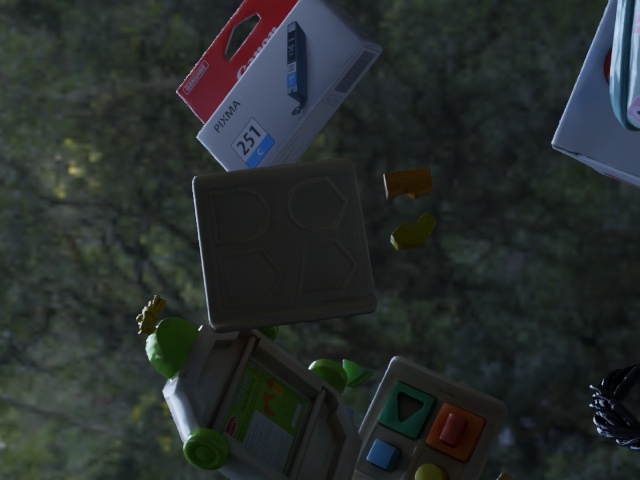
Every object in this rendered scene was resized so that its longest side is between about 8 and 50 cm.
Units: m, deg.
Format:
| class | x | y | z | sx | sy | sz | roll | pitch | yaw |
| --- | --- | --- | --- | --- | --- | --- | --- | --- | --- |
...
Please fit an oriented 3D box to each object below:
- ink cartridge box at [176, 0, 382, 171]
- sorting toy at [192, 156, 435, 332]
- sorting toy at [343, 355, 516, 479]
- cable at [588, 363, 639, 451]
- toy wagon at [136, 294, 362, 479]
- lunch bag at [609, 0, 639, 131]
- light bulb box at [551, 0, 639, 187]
| class | x | y | z | sx | sy | sz | roll | pitch | yaw |
| --- | --- | --- | --- | --- | --- | --- | --- | --- | --- |
| ink cartridge box | -0.084 | -0.260 | 2.388 | 0.296 | 0.261 | 0.066 | -51 | -28 | 18 |
| sorting toy | 0.000 | 0.000 | 2.007 | 0.041 | 0.307 | 0.229 | 91 | 170 | -65 |
| sorting toy | 0.133 | 0.273 | 2.098 | 0.196 | 0.347 | 0.047 | -66 | -25 | -3 |
| cable | 0.374 | 0.177 | 1.755 | 0.184 | 0.150 | 0.047 | -75 | -28 | -61 |
| toy wagon | -0.099 | 0.199 | 1.998 | 0.344 | 0.068 | 0.267 | 37 | -145 | -11 |
| lunch bag | 0.337 | -0.208 | 1.218 | 0.279 | 0.108 | 0.224 | -31 | -50 | -39 |
| light bulb box | 0.492 | -0.192 | 1.667 | 0.225 | 0.358 | 0.361 | 11 | -79 | -64 |
